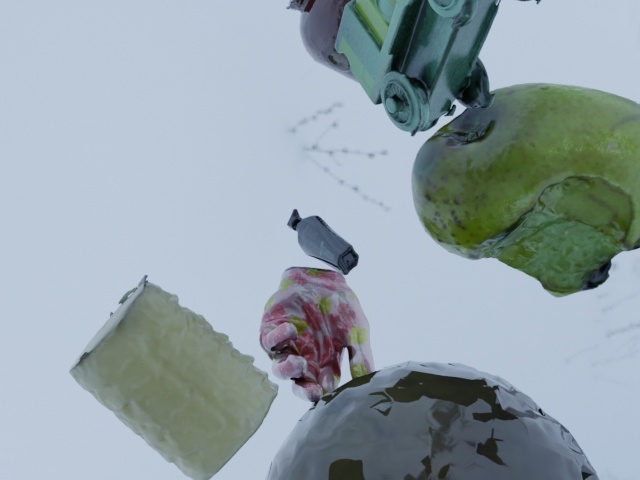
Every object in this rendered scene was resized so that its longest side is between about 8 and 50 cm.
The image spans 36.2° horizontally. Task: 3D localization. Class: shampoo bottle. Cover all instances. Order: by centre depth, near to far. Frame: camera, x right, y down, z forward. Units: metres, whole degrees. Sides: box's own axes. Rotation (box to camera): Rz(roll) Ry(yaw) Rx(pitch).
[{"bbox_3d":[0.000,0.000,1.098,0.027,0.137,0.048,2,107,-29],"label":"shampoo bottle"}]

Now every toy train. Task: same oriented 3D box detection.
[{"bbox_3d":[0.077,-0.169,0.688,0.083,0.132,0.200,-19,151,-26],"label":"toy train"}]

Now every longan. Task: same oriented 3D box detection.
[{"bbox_3d":[0.121,0.325,1.077,0.391,0.391,0.390,-35,129,-57],"label":"longan"}]

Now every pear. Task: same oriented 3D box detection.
[{"bbox_3d":[0.244,-0.073,1.117,0.238,0.256,0.164,-52,-148,33],"label":"pear"}]

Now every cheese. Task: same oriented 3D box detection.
[{"bbox_3d":[-0.134,0.128,0.897,0.167,0.094,0.123,42,62,-11],"label":"cheese"}]

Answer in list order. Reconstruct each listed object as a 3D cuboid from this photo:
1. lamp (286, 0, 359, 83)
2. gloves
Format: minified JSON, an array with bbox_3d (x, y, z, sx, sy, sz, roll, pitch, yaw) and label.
[{"bbox_3d":[0.082,-0.283,1.294,0.180,0.258,0.180,-61,-168,22],"label":"lamp"},{"bbox_3d":[-0.009,0.147,1.307,0.145,0.126,0.241,24,50,-24],"label":"gloves"}]
